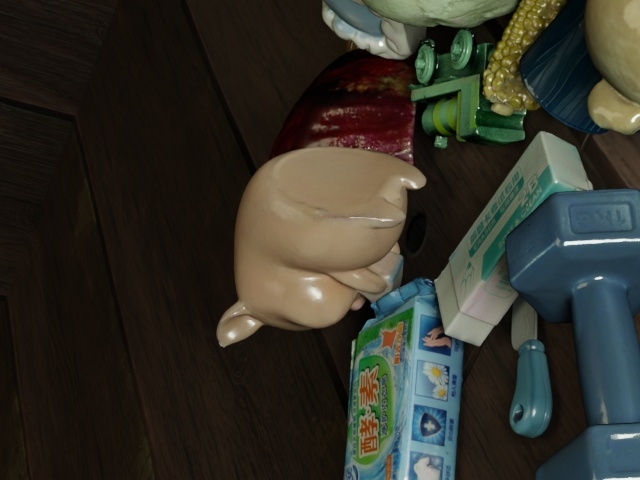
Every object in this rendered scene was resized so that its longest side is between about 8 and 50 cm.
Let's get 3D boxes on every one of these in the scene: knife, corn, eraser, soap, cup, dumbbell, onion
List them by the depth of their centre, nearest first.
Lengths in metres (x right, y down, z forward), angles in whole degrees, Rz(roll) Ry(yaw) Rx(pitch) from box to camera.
[{"bbox_3d":[0.255,0.112,1.469,0.144,0.160,0.324,-23,51,25],"label":"dumbbell"},{"bbox_3d":[0.293,-0.182,1.633,0.138,0.150,0.113,-53,-3,40],"label":"cup"},{"bbox_3d":[0.213,0.096,1.734,0.058,0.032,0.244,122,156,-48],"label":"knife"},{"bbox_3d":[0.259,-0.256,1.760,0.288,0.087,0.086,-64,25,23],"label":"corn"},{"bbox_3d":[0.200,-0.001,1.761,0.225,0.052,0.095,-58,22,31],"label":"eraser"},{"bbox_3d":[0.093,0.192,1.885,0.156,0.077,0.293,-34,46,58],"label":"soap"},{"bbox_3d":[0.013,-0.145,2.195,0.314,0.146,0.280,125,154,-48],"label":"onion"}]

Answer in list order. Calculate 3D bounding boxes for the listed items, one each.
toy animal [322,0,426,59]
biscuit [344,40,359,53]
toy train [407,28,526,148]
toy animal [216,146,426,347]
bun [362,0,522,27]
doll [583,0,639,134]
[{"bbox_3d":[0.064,-0.340,2.081,0.204,0.156,0.208,70,-147,-61],"label":"toy animal"},{"bbox_3d":[0.083,-0.349,2.295,0.176,0.031,0.228,-161,86,-69],"label":"biscuit"},{"bbox_3d":[0.166,-0.171,1.929,0.200,0.083,0.132,175,100,-71],"label":"toy train"},{"bbox_3d":[0.001,0.004,2.042,0.195,0.213,0.256,-62,-14,-49],"label":"toy animal"},{"bbox_3d":[0.170,-0.337,1.888,0.293,0.187,0.293,-26,37,21],"label":"bun"},{"bbox_3d":[0.313,-0.257,1.446,0.235,0.174,0.329,-22,60,25],"label":"doll"}]
